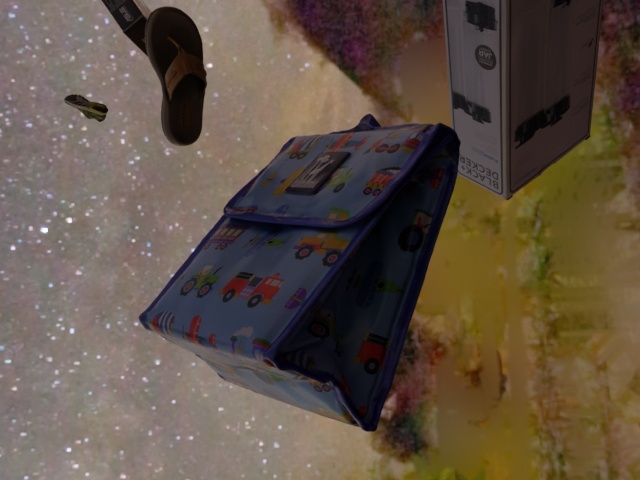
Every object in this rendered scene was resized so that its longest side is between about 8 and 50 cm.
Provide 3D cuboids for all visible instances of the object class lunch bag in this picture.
[{"bbox_3d":[0.000,0.000,0.623,0.138,0.221,0.293,43,-115,-33],"label":"lunch bag"}]

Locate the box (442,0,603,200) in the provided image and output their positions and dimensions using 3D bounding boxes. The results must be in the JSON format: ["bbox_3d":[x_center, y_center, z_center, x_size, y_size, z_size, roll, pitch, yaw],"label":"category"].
[{"bbox_3d":[0.228,-0.210,0.727,0.087,0.169,0.290,35,152,42],"label":"box"}]

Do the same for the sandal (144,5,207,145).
[{"bbox_3d":[-0.173,-0.201,0.818,0.049,0.072,0.180,36,135,47],"label":"sandal"}]

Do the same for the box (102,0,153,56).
[{"bbox_3d":[-0.285,-0.346,1.023,0.191,0.045,0.184,54,-173,23],"label":"box"}]

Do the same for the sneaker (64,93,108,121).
[{"bbox_3d":[-0.447,-0.249,1.231,0.031,0.083,0.035,-74,7,-45],"label":"sneaker"}]
